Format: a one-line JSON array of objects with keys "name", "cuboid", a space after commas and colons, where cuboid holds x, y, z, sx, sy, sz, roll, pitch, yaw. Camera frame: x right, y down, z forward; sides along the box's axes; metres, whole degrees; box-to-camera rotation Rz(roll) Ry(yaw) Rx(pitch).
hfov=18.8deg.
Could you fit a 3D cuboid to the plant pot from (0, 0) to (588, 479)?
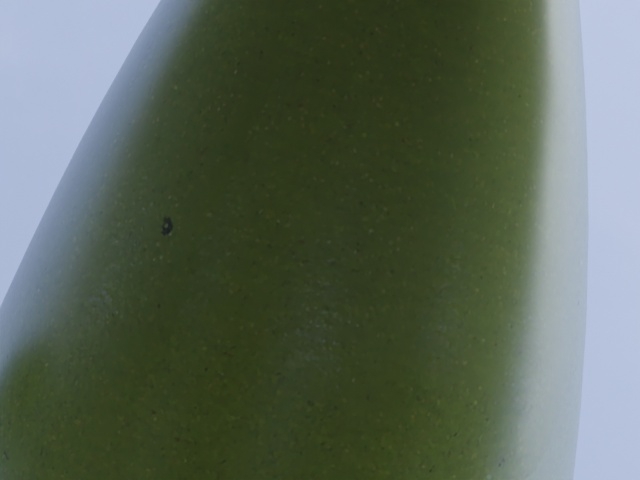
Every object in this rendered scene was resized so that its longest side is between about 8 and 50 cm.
[{"name": "plant pot", "cuboid": [0.000, 0.000, 0.810, 0.275, 0.275, 0.293, 15, -79, 4]}]
